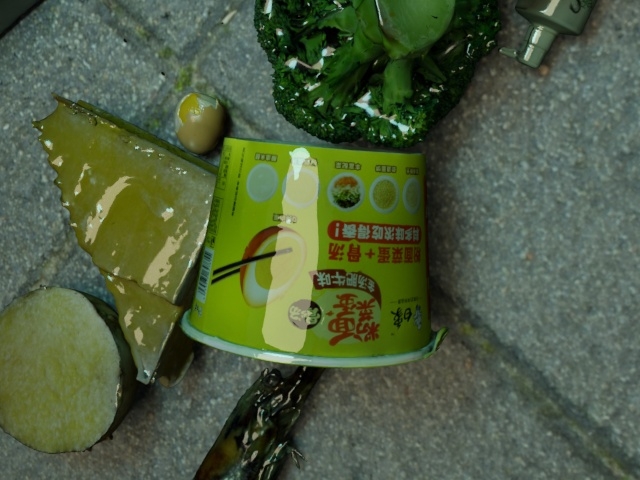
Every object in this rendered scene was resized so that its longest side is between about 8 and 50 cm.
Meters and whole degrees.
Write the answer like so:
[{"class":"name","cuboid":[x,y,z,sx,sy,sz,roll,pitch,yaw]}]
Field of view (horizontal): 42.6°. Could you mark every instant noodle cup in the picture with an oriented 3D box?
[{"class":"instant noodle cup","cuboid":[0.000,0.000,0.946,0.312,0.311,0.221,8,99,20]}]

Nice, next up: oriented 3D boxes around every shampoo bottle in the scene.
[{"class":"shampoo bottle","cuboid":[0.290,-0.321,0.924,0.085,0.085,0.262,26,104,17]}]

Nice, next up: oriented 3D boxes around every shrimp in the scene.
[{"class":"shrimp","cuboid":[-0.052,0.353,1.119,0.272,0.085,0.444,23,105,12]}]

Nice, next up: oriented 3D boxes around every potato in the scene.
[{"class":"potato","cuboid":[-0.360,0.183,1.202,0.299,0.116,0.238,-1,89,32]}]

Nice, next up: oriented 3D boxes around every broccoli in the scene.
[{"class":"broccoli","cuboid":[0.076,-0.249,0.914,0.298,0.297,0.297,-1,93,-14]}]

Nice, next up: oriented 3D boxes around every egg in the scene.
[{"class":"egg","cuboid":[-0.165,-0.159,1.119,0.071,0.071,0.083,20,102,18]}]

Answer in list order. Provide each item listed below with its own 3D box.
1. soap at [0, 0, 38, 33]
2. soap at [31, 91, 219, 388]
[{"class":"soap","cuboid":[-0.576,-0.442,1.175,0.435,0.213,0.350,-31,81,20]},{"class":"soap","cuboid":[-0.290,-0.005,1.130,0.339,0.169,0.304,27,94,17]}]
